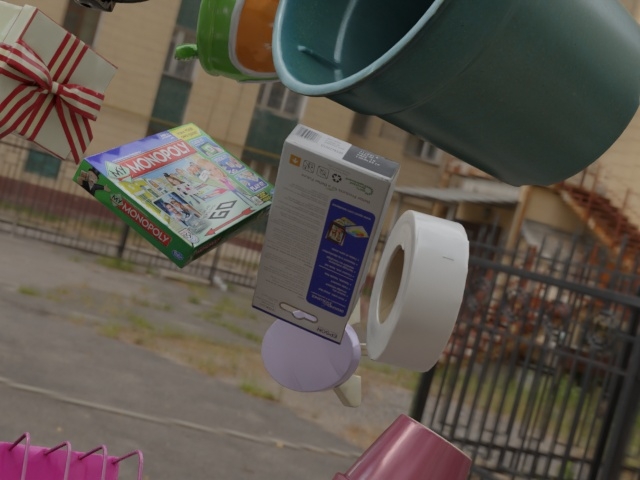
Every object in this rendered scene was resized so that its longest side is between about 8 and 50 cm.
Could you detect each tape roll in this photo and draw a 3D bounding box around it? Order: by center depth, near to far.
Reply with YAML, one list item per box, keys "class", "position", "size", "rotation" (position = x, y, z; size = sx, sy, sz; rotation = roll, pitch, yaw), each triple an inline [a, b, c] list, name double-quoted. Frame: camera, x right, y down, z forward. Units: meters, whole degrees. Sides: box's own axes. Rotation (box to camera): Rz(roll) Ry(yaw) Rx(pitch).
- class: "tape roll"
  position: [0.171, 0.091, 1.707]
  size: [0.100, 0.286, 0.286]
  rotation: [15, 1, -7]

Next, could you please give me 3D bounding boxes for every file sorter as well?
- class: "file sorter"
  position: [-0.483, 0.455, 1.674]
  size: [0.291, 0.202, 0.182]
  rotation: [15, -28, -26]

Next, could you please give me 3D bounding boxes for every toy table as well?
- class: "toy table"
  position: [0.022, 0.238, 2.051]
  size: [0.161, 0.252, 0.274]
  rotation: [6, 2, -44]

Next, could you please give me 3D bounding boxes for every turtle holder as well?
- class: "turtle holder"
  position: [-0.086, -0.370, 1.552]
  size: [0.227, 0.243, 0.320]
  rotation: [14, 3, 4]

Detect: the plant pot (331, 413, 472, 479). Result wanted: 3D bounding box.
- class: "plant pot"
  position: [0.129, 0.373, 1.422]
  size: [0.201, 0.180, 0.201]
  rotation: [33, -10, 6]

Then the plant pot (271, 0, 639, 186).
- class: "plant pot"
  position: [0.179, -0.242, 1.083]
  size: [0.334, 0.341, 0.341]
  rotation: [27, -6, -33]

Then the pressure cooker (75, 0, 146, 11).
- class: "pressure cooker"
  position: [-0.425, -0.690, 1.919]
  size: [0.375, 0.420, 0.370]
  rotation: [-6, -34, 35]

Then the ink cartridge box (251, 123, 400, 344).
- class: "ink cartridge box"
  position: [0.000, 0.000, 1.534]
  size: [0.176, 0.371, 0.069]
  rotation: [23, 40, 9]

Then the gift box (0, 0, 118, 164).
- class: "gift box"
  position: [-0.588, -0.303, 1.885]
  size: [0.258, 0.276, 0.255]
  rotation: [21, -4, 40]

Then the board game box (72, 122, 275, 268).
- class: "board game box"
  position: [-0.211, -0.082, 1.487]
  size: [0.213, 0.046, 0.317]
  rotation: [39, 27, 7]
